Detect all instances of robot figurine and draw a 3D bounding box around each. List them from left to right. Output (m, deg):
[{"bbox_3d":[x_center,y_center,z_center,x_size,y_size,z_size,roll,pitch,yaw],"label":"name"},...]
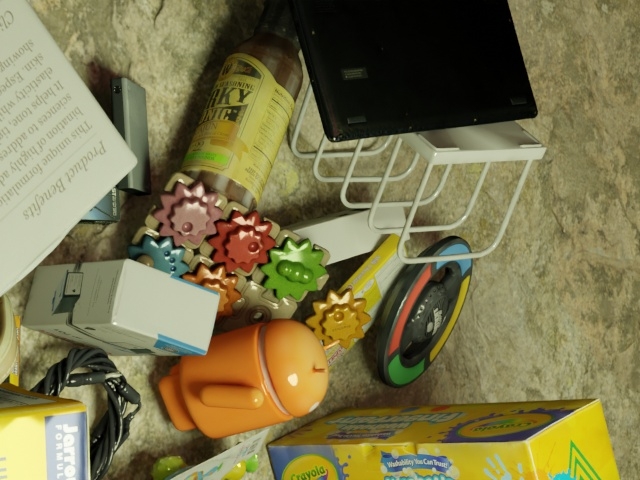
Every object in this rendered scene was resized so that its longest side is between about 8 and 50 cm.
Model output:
[{"bbox_3d":[-0.085,0.169,2.006,0.158,0.219,0.128,43,34,-58],"label":"robot figurine"}]

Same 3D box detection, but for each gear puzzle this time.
[{"bbox_3d":[-0.082,0.060,2.045,0.339,0.044,0.175,28,104,-25],"label":"gear puzzle"}]

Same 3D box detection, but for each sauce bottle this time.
[{"bbox_3d":[-0.089,-0.177,2.126,0.111,0.111,0.344,37,59,-33],"label":"sauce bottle"}]

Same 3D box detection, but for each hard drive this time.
[{"bbox_3d":[-0.232,-0.125,2.012,0.094,0.022,0.135,20,66,-80],"label":"hard drive"}]

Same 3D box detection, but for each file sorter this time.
[{"bbox_3d":[0.114,-0.118,2.162,0.193,0.277,0.173,-4,126,-38],"label":"file sorter"}]

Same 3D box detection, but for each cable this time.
[{"bbox_3d":[-0.289,0.215,1.910,0.184,0.047,0.150,-48,132,-27],"label":"cable"}]

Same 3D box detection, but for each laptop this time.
[{"bbox_3d":[0.028,-0.306,2.122,0.382,0.236,0.407,-10,83,-42],"label":"laptop"}]

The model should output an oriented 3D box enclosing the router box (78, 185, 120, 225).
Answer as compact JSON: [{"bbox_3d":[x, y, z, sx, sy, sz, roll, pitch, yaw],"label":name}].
[{"bbox_3d":[-0.290,-0.081,1.974,0.092,0.038,0.122,1,84,-43],"label":"router box"}]

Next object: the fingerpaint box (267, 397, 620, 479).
[{"bbox_3d":[0.178,0.399,2.061,0.163,0.445,0.371,-20,98,-43],"label":"fingerpaint box"}]

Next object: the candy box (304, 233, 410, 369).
[{"bbox_3d":[0.045,0.091,2.193,0.206,0.027,0.105,-46,152,-18],"label":"candy box"}]

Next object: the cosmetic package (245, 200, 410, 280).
[{"bbox_3d":[0.000,0.000,2.189,0.239,0.099,0.060,-16,93,-43],"label":"cosmetic package"}]

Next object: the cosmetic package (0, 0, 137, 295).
[{"bbox_3d":[-0.470,-0.114,1.619,0.329,0.327,0.393,-48,115,-35],"label":"cosmetic package"}]

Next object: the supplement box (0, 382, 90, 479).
[{"bbox_3d":[-0.431,0.263,1.646,0.357,0.194,0.195,-4,94,-33],"label":"supplement box"}]

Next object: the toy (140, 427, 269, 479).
[{"bbox_3d":[-0.178,0.297,1.993,0.237,0.137,0.056,-18,56,-41],"label":"toy"}]

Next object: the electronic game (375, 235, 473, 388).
[{"bbox_3d":[0.146,0.099,2.275,0.229,0.048,0.229,-45,150,-36],"label":"electronic game"}]

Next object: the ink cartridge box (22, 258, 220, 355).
[{"bbox_3d":[-0.232,0.080,1.901,0.140,0.191,0.082,23,71,-38],"label":"ink cartridge box"}]

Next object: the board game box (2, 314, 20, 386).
[{"bbox_3d":[-0.406,0.163,1.828,0.141,0.048,0.170,7,80,-43],"label":"board game box"}]

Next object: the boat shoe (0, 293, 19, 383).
[{"bbox_3d":[-0.350,0.107,1.663,0.109,0.302,0.098,-40,112,-13],"label":"boat shoe"}]
